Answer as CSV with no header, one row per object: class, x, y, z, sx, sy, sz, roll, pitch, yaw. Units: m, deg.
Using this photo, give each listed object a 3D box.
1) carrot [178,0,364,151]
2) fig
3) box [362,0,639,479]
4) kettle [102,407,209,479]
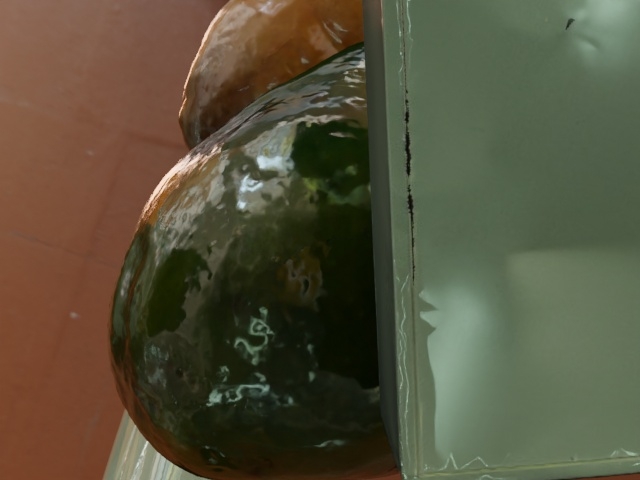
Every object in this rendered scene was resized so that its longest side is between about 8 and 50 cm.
carrot,0.012,-0.120,0.791,0.225,0.159,0.159,-41,63,-17
fig,0.000,0.000,0.671,0.195,0.195,0.245,2,71,23
box,0.084,-0.033,0.509,0.129,0.086,0.225,-4,104,-3
kettle,-0.102,0.266,1.253,0.165,0.240,0.255,-32,24,21
